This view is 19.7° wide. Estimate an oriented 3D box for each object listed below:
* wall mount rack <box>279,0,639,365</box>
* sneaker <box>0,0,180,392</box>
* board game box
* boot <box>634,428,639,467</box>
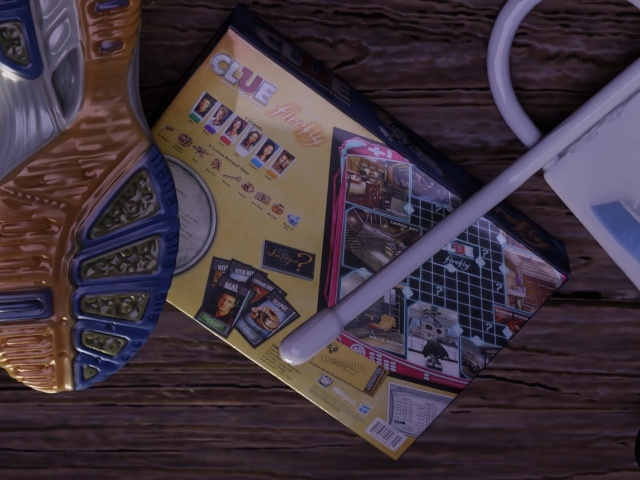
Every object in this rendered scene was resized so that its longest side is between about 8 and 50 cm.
[{"bbox_3d":[0.168,0.036,0.977,0.304,0.130,0.350,-41,86,24],"label":"wall mount rack"},{"bbox_3d":[-0.140,-0.066,1.009,0.112,0.131,0.296,-2,112,-14],"label":"sneaker"},{"bbox_3d":[0.000,0.000,1.073,0.243,0.042,0.165,36,113,-12],"label":"board game box"},{"bbox_3d":[0.300,0.095,1.086,0.137,0.077,0.198,34,117,-24],"label":"boot"}]
